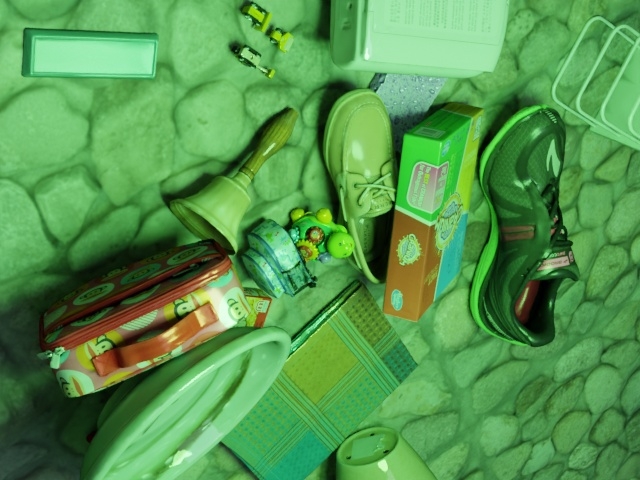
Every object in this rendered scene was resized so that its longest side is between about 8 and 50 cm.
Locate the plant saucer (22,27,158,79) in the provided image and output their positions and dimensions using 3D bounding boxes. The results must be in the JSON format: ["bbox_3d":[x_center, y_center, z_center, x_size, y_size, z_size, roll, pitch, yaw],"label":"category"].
[{"bbox_3d":[-0.311,-0.253,1.411,0.192,0.018,0.067,-4,114,-32],"label":"plant saucer"}]

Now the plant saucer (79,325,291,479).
[{"bbox_3d":[-0.221,0.249,1.538,0.400,0.100,0.400,-41,164,-15],"label":"plant saucer"}]

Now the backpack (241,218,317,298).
[{"bbox_3d":[-0.075,0.031,1.654,0.084,0.105,0.114,-33,122,-18],"label":"backpack"}]

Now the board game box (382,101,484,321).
[{"bbox_3d":[0.192,-0.053,1.744,0.242,0.064,0.316,-39,139,-58],"label":"board game box"}]

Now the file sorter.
[{"bbox_3d":[0.588,-0.270,1.849,0.173,0.278,0.193,23,98,-38],"label":"file sorter"}]

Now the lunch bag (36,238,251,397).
[{"bbox_3d":[-0.247,0.111,1.448,0.293,0.258,0.120,-25,106,-8],"label":"lunch bag"}]

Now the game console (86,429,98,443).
[{"bbox_3d":[-0.293,0.310,1.701,0.144,0.085,0.124,51,49,-40],"label":"game console"}]

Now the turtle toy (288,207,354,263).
[{"bbox_3d":[0.000,0.000,1.681,0.066,0.130,0.095,-57,134,-41],"label":"turtle toy"}]

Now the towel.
[{"bbox_3d":[-0.006,0.276,1.867,0.370,0.040,0.271,-43,130,-12],"label":"towel"}]

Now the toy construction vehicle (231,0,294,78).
[{"bbox_3d":[-0.092,-0.297,1.533,0.098,0.035,0.086,26,85,-42],"label":"toy construction vehicle"}]

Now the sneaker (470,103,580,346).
[{"bbox_3d":[0.402,-0.019,1.891,0.185,0.202,0.483,-17,121,-28],"label":"sneaker"}]

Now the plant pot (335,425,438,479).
[{"bbox_3d":[0.130,0.503,1.961,0.256,0.256,0.274,-28,111,-20],"label":"plant pot"}]

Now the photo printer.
[{"bbox_3d":[0.165,-0.382,1.588,0.307,0.107,0.256,-3,98,-34],"label":"photo printer"}]

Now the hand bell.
[{"bbox_3d":[-0.109,-0.108,1.583,0.242,0.126,0.126,-53,131,-17],"label":"hand bell"}]

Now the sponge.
[{"bbox_3d":[0.144,-0.259,1.709,0.117,0.031,0.210,28,95,-39],"label":"sponge"}]

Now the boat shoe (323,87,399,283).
[{"bbox_3d":[0.085,-0.084,1.679,0.121,0.110,0.341,-19,128,-15],"label":"boat shoe"}]

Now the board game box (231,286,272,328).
[{"bbox_3d":[-0.188,0.143,1.669,0.193,0.045,0.147,9,107,-36],"label":"board game box"}]
